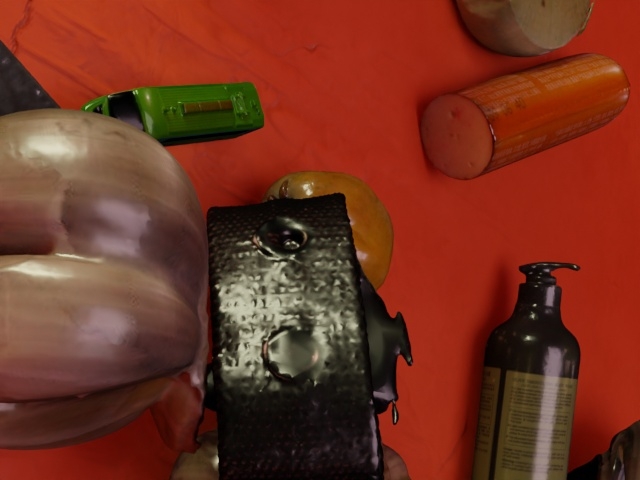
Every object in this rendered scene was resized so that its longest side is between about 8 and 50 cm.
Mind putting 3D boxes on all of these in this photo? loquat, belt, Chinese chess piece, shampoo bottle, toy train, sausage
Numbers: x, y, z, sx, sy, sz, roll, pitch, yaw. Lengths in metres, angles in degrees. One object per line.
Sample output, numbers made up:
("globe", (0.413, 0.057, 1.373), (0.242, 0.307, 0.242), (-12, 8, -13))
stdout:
("loquat", (0.000, 0.000, 1.212), (0.137, 0.113, 0.137), (-2, 94, -31))
("belt", (-0.011, 0.095, 1.057), (0.184, 0.164, 0.289), (89, -4, -54))
("Chinese chess piece", (0.213, -0.287, 1.438), (0.188, 0.083, 0.188), (-6, 99, -49))
("shampoo bottle", (0.221, 0.162, 1.456), (0.101, 0.101, 0.284), (11, 84, -46))
("toy train", (-0.111, -0.101, 1.089), (0.209, 0.042, 0.044), (-16, 90, -63))
("sausage", (0.238, -0.143, 1.462), (0.312, 0.093, 0.093), (-21, 108, -44))

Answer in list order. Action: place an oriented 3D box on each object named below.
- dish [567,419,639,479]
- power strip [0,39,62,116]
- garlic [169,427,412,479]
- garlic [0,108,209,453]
("dish", (0.317, 0.315, 1.541), (0.273, 0.134, 0.273), (15, 90, -85))
("power strip", (-0.244, -0.073, 0.985), (0.257, 0.070, 0.105), (51, 62, -34))
("garlic", (-0.015, 0.251, 1.164), (0.245, 0.245, 0.160), (-51, 168, -31))
("garlic", (-0.191, 0.039, 0.943), (0.292, 0.237, 0.210), (17, 58, -29))
